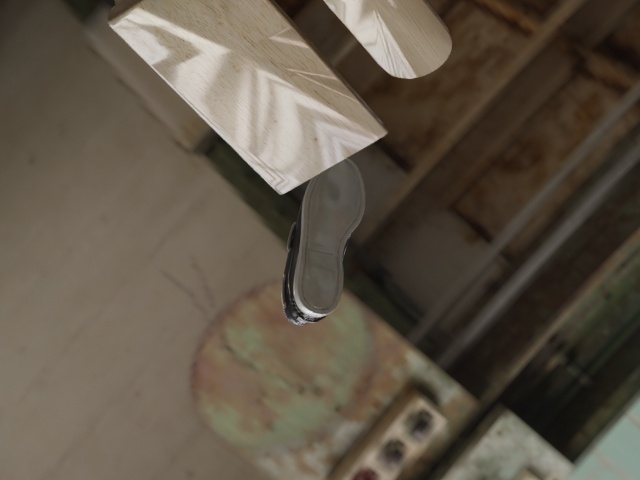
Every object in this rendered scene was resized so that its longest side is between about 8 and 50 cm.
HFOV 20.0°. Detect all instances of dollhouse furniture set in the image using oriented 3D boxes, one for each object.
[{"bbox_3d":[0.000,-0.138,0.791,0.144,0.123,0.151,-29,-139,19],"label":"dollhouse furniture set"}]

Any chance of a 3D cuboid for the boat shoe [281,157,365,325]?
[{"bbox_3d":[0.000,0.000,1.255,0.038,0.046,0.125,-36,-139,56],"label":"boat shoe"}]
